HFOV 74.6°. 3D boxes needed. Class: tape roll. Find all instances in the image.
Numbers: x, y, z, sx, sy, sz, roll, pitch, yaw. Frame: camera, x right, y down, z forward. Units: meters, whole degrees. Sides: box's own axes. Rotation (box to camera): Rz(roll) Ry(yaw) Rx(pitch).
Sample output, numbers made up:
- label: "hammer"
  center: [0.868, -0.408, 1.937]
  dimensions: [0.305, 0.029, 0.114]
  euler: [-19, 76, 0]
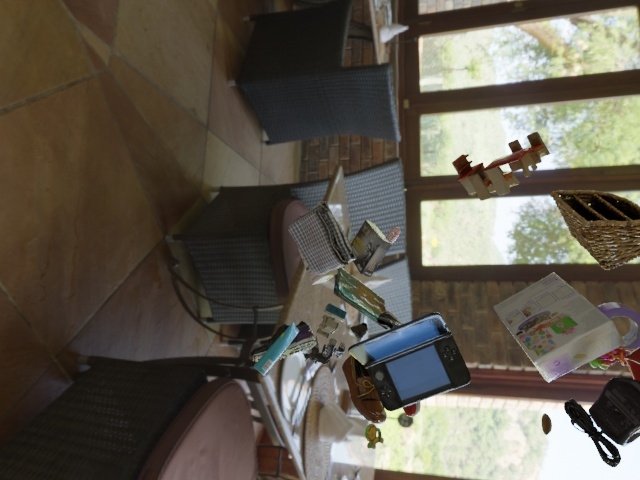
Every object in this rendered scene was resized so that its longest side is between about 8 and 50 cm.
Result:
- label: "tape roll"
  center: [1.167, 0.346, 1.658]
  dimensions: [0.080, 0.188, 0.189]
  euler: [-28, 116, -71]

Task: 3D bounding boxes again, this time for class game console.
- label: "game console"
  center: [0.269, 0.371, 1.257]
  dimensions: [0.250, 0.293, 0.173]
  euler: [66, 14, 9]

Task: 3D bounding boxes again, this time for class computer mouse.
- label: "computer mouse"
  center: [0.786, 0.452, 1.111]
  dimensions: [0.189, 0.072, 0.272]
  euler: [-116, -154, -43]

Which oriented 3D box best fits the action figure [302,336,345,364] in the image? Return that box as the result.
- label: "action figure"
  center: [0.015, 0.574, 2.211]
  dimensions: [0.275, 0.164, 0.141]
  euler: [14, 80, -61]

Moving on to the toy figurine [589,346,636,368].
- label: "toy figurine"
  center: [0.941, 0.343, 1.288]
  dimensions: [0.173, 0.159, 0.130]
  euler: [-10, 89, -35]

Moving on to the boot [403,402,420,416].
- label: "boot"
  center: [0.254, 0.512, 1.511]
  dimensions: [0.176, 0.088, 0.244]
  euler: [14, 45, -36]

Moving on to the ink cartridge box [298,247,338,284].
- label: "ink cartridge box"
  center: [-0.014, 0.105, 2.219]
  dimensions: [0.160, 0.092, 0.220]
  euler: [-43, -116, 54]

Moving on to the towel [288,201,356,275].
- label: "towel"
  center: [0.000, 0.000, 1.804]
  dimensions: [0.121, 0.235, 0.284]
  euler: [-29, 90, -33]

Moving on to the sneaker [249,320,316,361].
- label: "sneaker"
  center: [-0.170, 0.431, 1.803]
  dimensions: [0.107, 0.283, 0.124]
  euler: [100, -28, -52]

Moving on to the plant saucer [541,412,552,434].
- label: "plant saucer"
  center: [0.914, 0.740, 1.694]
  dimensions: [0.083, 0.015, 0.084]
  euler: [5, 90, -83]

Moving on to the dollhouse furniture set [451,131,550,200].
- label: "dollhouse furniture set"
  center: [0.581, -0.255, 1.413]
  dimensions: [0.262, 0.259, 0.135]
  euler: [-37, 99, -26]

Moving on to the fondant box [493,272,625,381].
- label: "fondant box"
  center: [0.731, 0.261, 1.334]
  dimensions: [0.096, 0.238, 0.330]
  euler: [53, 13, -14]

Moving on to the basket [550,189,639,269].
- label: "basket"
  center: [0.997, -0.086, 1.471]
  dimensions: [0.223, 0.213, 0.299]
  euler: [53, 21, -18]

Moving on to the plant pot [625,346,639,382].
- label: "plant pot"
  center: [1.033, 0.367, 1.096]
  dimensions: [0.267, 0.235, 0.267]
  euler: [53, -8, -23]

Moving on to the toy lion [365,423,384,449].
- label: "toy lion"
  center: [0.223, 0.815, 1.763]
  dimensions: [0.100, 0.034, 0.096]
  euler: [-1, 82, -49]

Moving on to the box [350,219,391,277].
- label: "box"
  center: [0.215, 0.034, 1.906]
  dimensions: [0.183, 0.056, 0.231]
  euler: [-60, -156, 17]

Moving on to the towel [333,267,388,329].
- label: "towel"
  center: [0.223, 0.301, 2.288]
  dimensions: [0.370, 0.040, 0.271]
  euler: [36, 24, -17]

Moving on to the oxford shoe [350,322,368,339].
- label: "oxford shoe"
  center: [0.245, 0.543, 2.549]
  dimensions: [0.083, 0.096, 0.227]
  euler: [50, -10, -3]

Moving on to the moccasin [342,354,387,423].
- label: "moccasin"
  center: [0.217, 0.679, 1.967]
  dimensions: [0.147, 0.139, 0.380]
  euler: [-64, -159, 22]

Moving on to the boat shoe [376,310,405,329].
- label: "boat shoe"
  center: [0.311, 0.369, 1.725]
  dimensions: [0.206, 0.064, 0.075]
  euler: [40, -38, 45]

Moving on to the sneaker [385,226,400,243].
- label: "sneaker"
  center: [0.341, -0.005, 2.054]
  dimensions: [0.134, 0.051, 0.070]
  euler: [-51, 179, 14]

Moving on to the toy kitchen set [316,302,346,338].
- label: "toy kitchen set"
  center: [0.084, 0.435, 2.318]
  dimensions: [0.166, 0.122, 0.207]
  euler: [-56, -172, 50]

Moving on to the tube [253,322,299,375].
- label: "tube"
  center: [-0.155, 0.393, 1.531]
  dimensions: [0.207, 0.052, 0.080]
  euler: [-48, 153, -16]
